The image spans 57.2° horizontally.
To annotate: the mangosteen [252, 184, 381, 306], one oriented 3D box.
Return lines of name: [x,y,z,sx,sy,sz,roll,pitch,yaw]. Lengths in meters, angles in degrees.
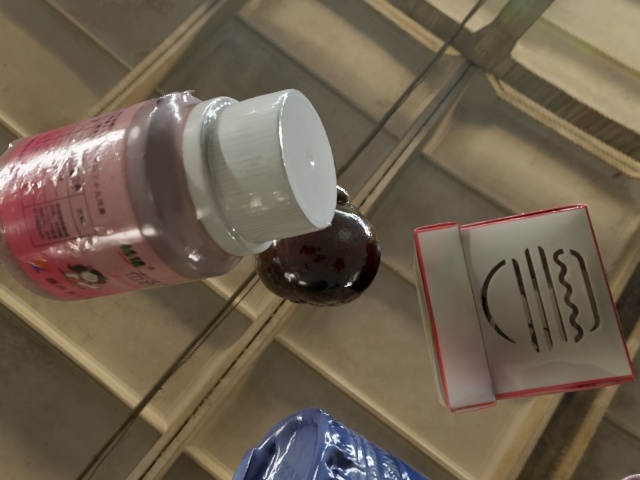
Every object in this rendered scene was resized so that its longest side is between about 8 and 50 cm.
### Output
mangosteen: [0.001,0.008,0.986,0.216,0.216,0.215,3,-104,-11]

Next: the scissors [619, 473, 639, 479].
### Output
scissors: [0.365,0.368,0.788,0.176,0.022,0.085,-22,-67,5]

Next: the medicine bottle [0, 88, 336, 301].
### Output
medicine bottle: [-0.119,-0.035,0.448,0.247,0.147,0.146,-10,-104,21]

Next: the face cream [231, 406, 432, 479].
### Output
face cream: [0.011,0.381,0.783,0.225,0.249,0.248,36,-109,-18]

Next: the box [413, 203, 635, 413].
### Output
box: [0.342,0.136,1.088,0.300,0.312,0.314,-10,-105,7]
